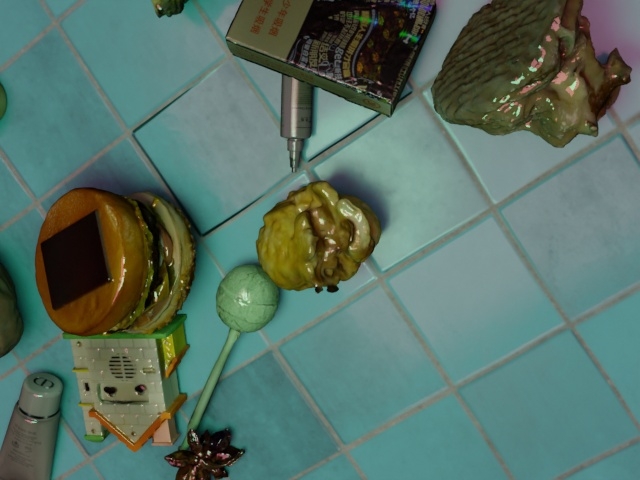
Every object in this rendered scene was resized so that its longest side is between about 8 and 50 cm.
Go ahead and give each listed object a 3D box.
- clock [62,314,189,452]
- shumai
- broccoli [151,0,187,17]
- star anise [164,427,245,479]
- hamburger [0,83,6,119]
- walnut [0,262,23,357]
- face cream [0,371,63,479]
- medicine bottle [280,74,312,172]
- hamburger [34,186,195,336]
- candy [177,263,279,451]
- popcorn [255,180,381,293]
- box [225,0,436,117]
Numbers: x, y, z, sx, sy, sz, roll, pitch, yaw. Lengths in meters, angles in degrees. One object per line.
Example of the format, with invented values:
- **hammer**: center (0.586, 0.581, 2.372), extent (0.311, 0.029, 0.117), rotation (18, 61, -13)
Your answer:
- **clock**: center (-0.373, 0.283, 1.600), extent (0.220, 0.106, 0.255), rotation (-1, 105, 13)
- **shumai**: center (0.362, -0.265, 1.323), extent (0.262, 0.267, 0.314), rotation (30, 138, -26)
- **broccoli**: center (-0.316, -0.533, 1.347), extent (0.248, 0.245, 0.288), rotation (-43, 65, 52)
- **star anise**: center (-0.234, 0.434, 1.598), extent (0.168, 0.057, 0.168), rotation (-9, 116, -18)
- **hamburger**: center (-0.679, -0.264, 1.560), extent (0.126, 0.081, 0.141), rotation (19, 103, 7)
- **walnut**: center (-0.712, 0.125, 1.568), extent (0.227, 0.273, 0.273), rotation (-21, 97, -17)
- **face cream**: center (-0.609, 0.421, 1.684), extent (0.143, 0.089, 0.314), rotation (23, 112, 5)
- **medicine bottle**: center (-0.044, -0.222, 1.453), extent (0.057, 0.057, 0.199), rotation (5, 101, 10)
- **hamburger**: center (-0.361, 0.037, 1.458), extent (0.291, 0.225, 0.291), rotation (-5, 81, 37)
- **candy**: center (-0.195, 0.244, 1.556), extent (0.119, 0.119, 0.440), rotation (25, 109, 6)
- **popcorn**: center (0.002, -0.004, 1.424), extent (0.253, 0.190, 0.191), rotation (-1, 88, 51)
- **box**: center (0.018, -0.362, 1.368), extent (0.310, 0.084, 0.198), rotation (23, 83, 6)
